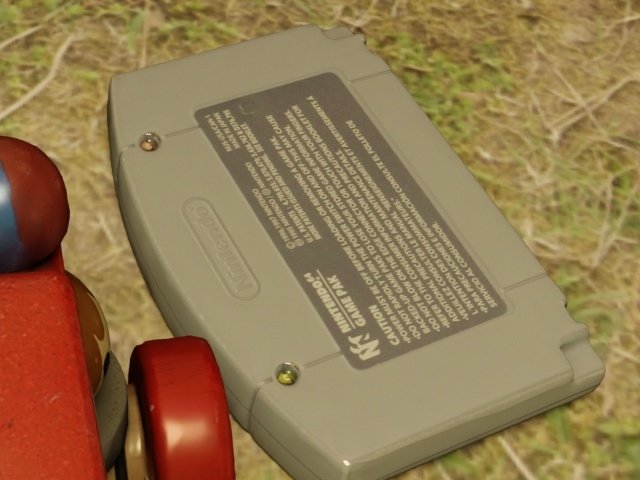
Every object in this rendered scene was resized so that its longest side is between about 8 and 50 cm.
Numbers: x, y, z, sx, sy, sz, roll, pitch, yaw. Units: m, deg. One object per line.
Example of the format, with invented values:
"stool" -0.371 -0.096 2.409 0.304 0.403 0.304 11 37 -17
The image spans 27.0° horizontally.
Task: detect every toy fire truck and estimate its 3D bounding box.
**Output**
"toy fire truck" -0.107 0.097 0.524 0.169 0.254 0.302 -5 52 -14

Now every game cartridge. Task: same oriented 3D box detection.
"game cartridge" 0.000 0.000 0.756 0.196 0.060 0.294 -16 55 -26
